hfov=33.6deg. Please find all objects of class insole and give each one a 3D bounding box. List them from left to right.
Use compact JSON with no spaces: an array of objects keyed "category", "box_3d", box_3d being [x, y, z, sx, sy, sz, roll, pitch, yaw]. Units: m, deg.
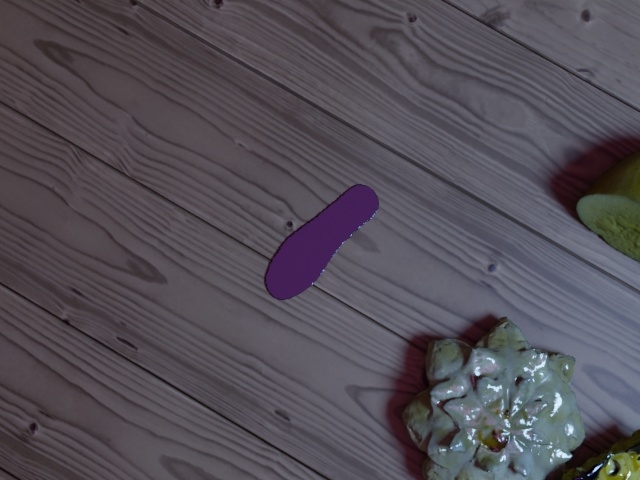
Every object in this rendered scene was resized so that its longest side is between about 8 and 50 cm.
[{"category":"insole","box_3d":[0.000,0.000,1.677,0.080,0.003,0.232,45,89,3]}]

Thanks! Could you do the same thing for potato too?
[{"category":"potato","box_3d":[0.514,-0.064,1.595,0.203,0.178,0.158,28,72,27]}]

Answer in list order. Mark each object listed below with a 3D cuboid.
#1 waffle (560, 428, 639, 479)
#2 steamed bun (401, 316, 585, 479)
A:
[{"category":"waffle","box_3d":[0.460,0.414,1.576,0.307,0.060,0.312,35,85,-19]},{"category":"steamed bun","box_3d":[0.266,0.262,1.592,0.295,0.137,0.292,-32,86,2]}]
